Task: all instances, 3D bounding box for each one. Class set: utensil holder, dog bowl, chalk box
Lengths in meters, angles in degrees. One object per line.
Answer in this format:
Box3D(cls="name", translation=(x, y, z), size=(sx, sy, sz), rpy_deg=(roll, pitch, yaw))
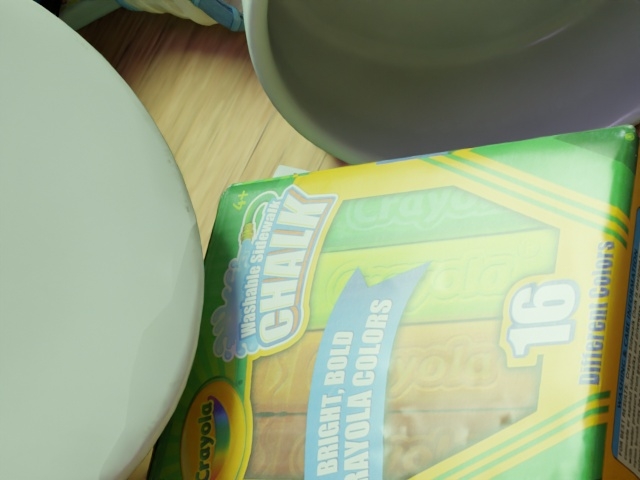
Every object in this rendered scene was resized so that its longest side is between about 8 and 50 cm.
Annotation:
Box3D(cls="utensil holder", translation=(-0.270, 0.076, 0.680), size=(0.385, 0.327, 0.328), rpy_deg=(-45, 38, 49))
Box3D(cls="dog bowl", translation=(0.087, -0.156, 0.695), size=(0.265, 0.265, 0.104), rpy_deg=(-28, 47, 21))
Box3D(cls="chalk box", translation=(0.042, 0.078, 0.646), size=(0.289, 0.179, 0.180), rpy_deg=(-7, 60, 33))

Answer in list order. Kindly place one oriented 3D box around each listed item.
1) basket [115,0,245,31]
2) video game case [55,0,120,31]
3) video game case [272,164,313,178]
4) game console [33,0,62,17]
Box3D(cls="basket", translation=(-0.058, -0.281, 0.919), size=(0.289, 0.201, 0.255), rpy_deg=(2, 66, 48))
Box3D(cls="video game case", translation=(-0.242, -0.256, 1.167), size=(0.227, 0.026, 0.206), rpy_deg=(-21, 53, 25))
Box3D(cls="video game case", translation=(0.000, 0.000, 0.841), size=(0.122, 0.011, 0.087), rpy_deg=(15, 74, 42))
Box3D(cls="game console", translation=(-0.288, -0.225, 1.045), size=(0.250, 0.173, 0.293), rpy_deg=(-8, 59, 32))
